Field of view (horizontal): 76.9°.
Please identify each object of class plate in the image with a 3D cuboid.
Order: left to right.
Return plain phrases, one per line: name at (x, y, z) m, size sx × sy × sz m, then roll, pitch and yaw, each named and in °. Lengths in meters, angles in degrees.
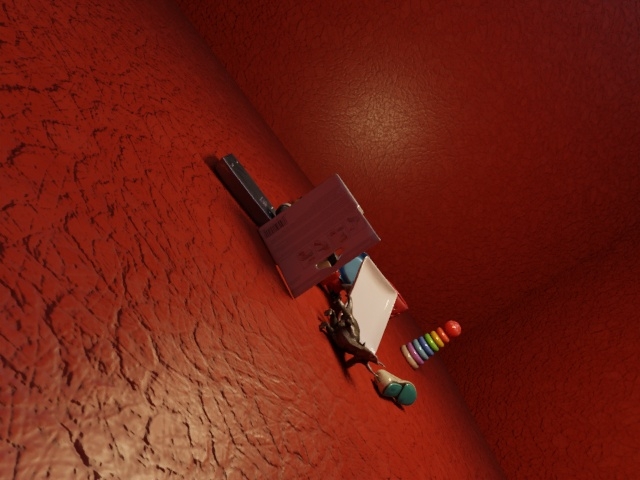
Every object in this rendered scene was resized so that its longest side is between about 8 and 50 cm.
plate at (0.173, 0.244, 1.503) m, size 0.045 × 0.277 × 0.277 m, roll 1°, pitch -35°, yaw 41°

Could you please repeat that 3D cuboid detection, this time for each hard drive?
hard drive at (-0.237, -0.161, 1.306) m, size 0.254 × 0.054 × 0.172 m, roll 53°, pitch 9°, yaw -15°

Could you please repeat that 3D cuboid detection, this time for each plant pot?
plant pot at (0.325, 0.316, 2.066) m, size 0.191 × 0.174 × 0.191 m, roll 53°, pitch 10°, yaw -13°

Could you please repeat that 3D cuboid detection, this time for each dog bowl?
dog bowl at (0.182, 0.180, 1.855) m, size 0.297 × 0.166 × 0.074 m, roll 62°, pitch -3°, yaw -1°

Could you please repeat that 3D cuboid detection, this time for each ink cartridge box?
ink cartridge box at (-0.005, -0.010, 1.178) m, size 0.261 × 0.296 × 0.066 m, roll 60°, pitch 10°, yaw 25°

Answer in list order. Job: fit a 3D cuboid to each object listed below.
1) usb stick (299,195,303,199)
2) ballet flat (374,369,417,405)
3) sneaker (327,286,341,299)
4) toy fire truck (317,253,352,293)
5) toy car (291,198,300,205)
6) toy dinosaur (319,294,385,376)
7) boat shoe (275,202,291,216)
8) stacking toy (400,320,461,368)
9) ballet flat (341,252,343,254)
usb stick at (-0.064, -0.160, 2.235) m, size 0.077 × 0.045 × 0.278 m, roll 40°, pitch 16°, yaw -34°
ballet flat at (0.251, 0.493, 1.365) m, size 0.248 × 0.086 × 0.086 m, roll 44°, pitch 14°, yaw -45°
sneaker at (0.065, 0.204, 1.572) m, size 0.069 × 0.038 × 0.098 m, roll 46°, pitch 13°, yaw -40°
toy fire truck at (0.054, 0.114, 1.542) m, size 0.246 × 0.159 × 0.217 m, roll 60°, pitch 5°, yaw -30°
toy car at (-0.024, -0.175, 2.029) m, size 0.155 × 0.188 × 0.149 m, roll 54°, pitch 9°, yaw -4°
toy dinosaur at (0.077, 0.276, 1.231) m, size 0.313 × 0.121 × 0.160 m, roll -114°, pitch 178°, yaw -70°
boat shoe at (-0.095, -0.007, 1.330) m, size 0.068 × 0.081 × 0.227 m, roll -76°, pitch 149°, yaw -66°
stacking toy at (0.600, 0.543, 2.145) m, size 0.141 × 0.330 × 0.141 m, roll 53°, pitch 9°, yaw -12°
ballet flat at (0.202, 0.158, 2.268) m, size 0.095 × 0.096 × 0.280 m, roll 44°, pitch 14°, yaw -52°
